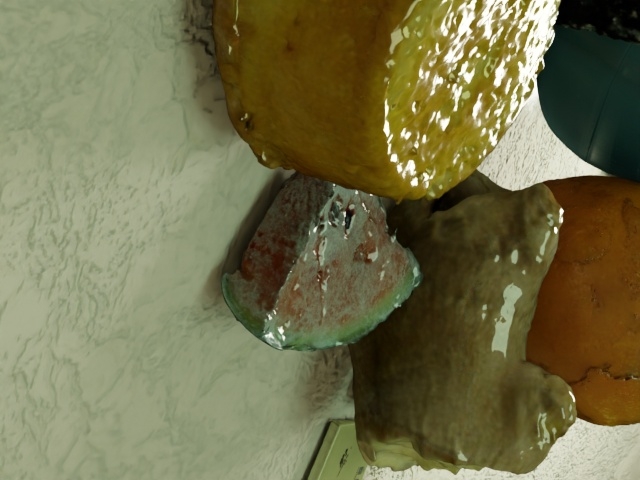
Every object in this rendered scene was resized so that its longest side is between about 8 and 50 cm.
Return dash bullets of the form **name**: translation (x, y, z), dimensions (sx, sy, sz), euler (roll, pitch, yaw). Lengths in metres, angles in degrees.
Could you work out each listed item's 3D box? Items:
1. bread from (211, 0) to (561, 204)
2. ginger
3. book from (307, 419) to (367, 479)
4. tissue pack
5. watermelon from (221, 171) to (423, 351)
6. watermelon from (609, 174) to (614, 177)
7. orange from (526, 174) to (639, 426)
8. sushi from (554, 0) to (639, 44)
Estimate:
- **bread**: translation (0.044, -0.142, 0.790), dimensions (0.268, 0.146, 0.268), euler (-41, 147, -34)
- **ginger**: translation (0.121, 0.074, 1.070), dimensions (0.130, 0.221, 0.275), euler (6, 117, -48)
- **book**: translation (0.020, 0.200, 1.212), dimensions (0.111, 0.014, 0.077), euler (12, 100, -65)
- **tissue pack**: translation (0.325, -0.202, 1.230), dimensions (0.287, 0.206, 0.198), euler (-51, 161, -23)
- **watermelon**: translation (0.000, 0.000, 0.932), dimensions (0.187, 0.071, 0.139), euler (-15, 120, -49)
- **watermelon**: translation (0.388, -0.081, 1.629), dimensions (0.085, 0.085, 0.061), euler (-44, -177, -38)
- **orange**: translation (0.260, 0.055, 1.210), dimensions (0.240, 0.240, 0.240), euler (-44, 149, -37)
- **sushi**: translation (0.238, -0.247, 0.990), dimensions (0.227, 0.212, 0.215), euler (1, 112, -65)
